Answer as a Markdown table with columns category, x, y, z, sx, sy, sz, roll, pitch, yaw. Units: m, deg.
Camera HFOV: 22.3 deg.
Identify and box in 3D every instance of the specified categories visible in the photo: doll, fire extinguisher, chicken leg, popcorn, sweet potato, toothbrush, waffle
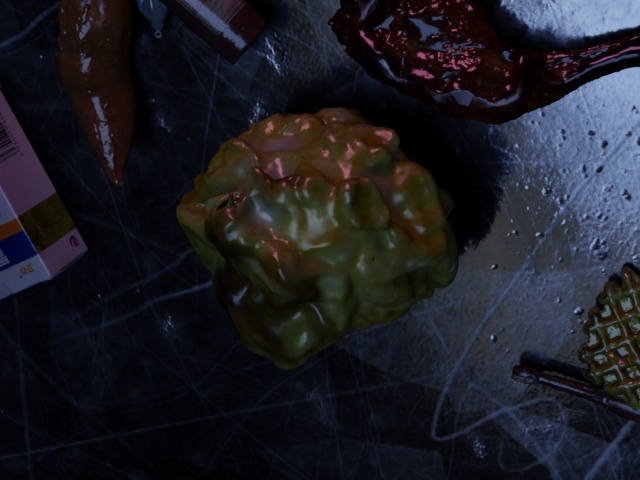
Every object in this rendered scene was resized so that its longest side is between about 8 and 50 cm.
| category | x | y | z | sx | sy | sz | roll | pitch | yaw |
| --- | --- | --- | --- | --- | --- | --- | --- | --- | --- |
| doll | -0.206 | -0.307 | 2.009 | 0.057 | 0.039 | 0.114 | -11 | 100 | -15 |
| fire extinguisher | -0.161 | -0.321 | 1.965 | 0.231 | 0.099 | 0.071 | 42 | 154 | -4 |
| chicken leg | 0.204 | -0.211 | 1.856 | 0.407 | 0.096 | 0.158 | 11 | 95 | 16 |
| popcorn | 0.010 | -0.015 | 1.909 | 0.312 | 0.312 | 0.312 | 8 | 114 | 19 |
| sweet potato | -0.282 | -0.247 | 2.035 | 0.106 | 0.095 | 0.355 | -144 | 48 | -60 |
| toothbrush | 0.406 | 0.209 | 1.969 | 0.364 | 0.041 | 0.041 | 16 | 116 | 15 |
| waffle | 0.401 | 0.124 | 1.928 | 0.183 | 0.036 | 0.169 | 28 | 105 | 12 |

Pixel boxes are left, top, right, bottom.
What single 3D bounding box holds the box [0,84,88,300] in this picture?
| category | x | y | z | sx | sy | sz | roll | pitch | yaw |
| --- | --- | --- | --- | --- | --- | --- | --- | --- | --- |
| box | -0.477 | -0.065 | 2.180 | 0.200 | 0.106 | 0.299 | -22 | 100 | 30 |
